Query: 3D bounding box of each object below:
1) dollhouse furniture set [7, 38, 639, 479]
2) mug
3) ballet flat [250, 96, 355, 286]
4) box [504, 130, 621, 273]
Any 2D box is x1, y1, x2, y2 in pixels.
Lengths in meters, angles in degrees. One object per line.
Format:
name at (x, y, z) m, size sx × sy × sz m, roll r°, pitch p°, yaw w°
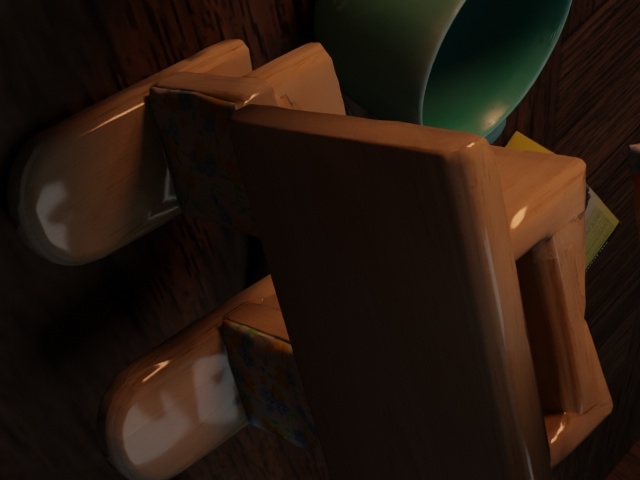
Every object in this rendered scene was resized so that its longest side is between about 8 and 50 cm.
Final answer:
dollhouse furniture set at (-0.013, -0.005, 0.365) m, size 0.256 × 0.362 × 0.394 m, roll -33°, pitch 121°, yaw -33°
mug at (0.056, -0.114, 0.597) m, size 0.129 × 0.097 × 0.158 m, roll -26°, pitch 144°, yaw -42°
ballet flat at (0.000, 0.000, 0.688) m, size 0.084 × 0.058 × 0.250 m, roll -38°, pitch 149°, yaw -25°
box at (0.202, -0.019, 0.982) m, size 0.087 × 0.058 × 0.232 m, roll -56°, pitch 153°, yaw 6°
